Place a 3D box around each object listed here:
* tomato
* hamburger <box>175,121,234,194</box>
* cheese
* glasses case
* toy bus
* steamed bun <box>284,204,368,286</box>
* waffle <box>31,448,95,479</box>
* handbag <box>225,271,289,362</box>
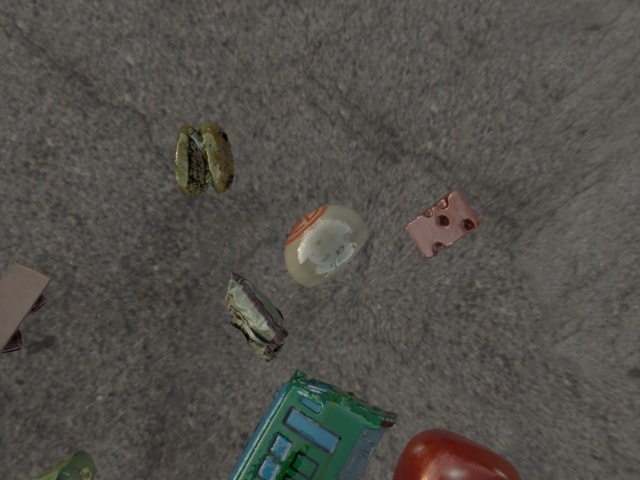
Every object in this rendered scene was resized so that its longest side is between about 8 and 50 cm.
[{"bbox_3d":[0.311,0.588,1.418,0.289,0.325,0.293,16,91,-7],"label":"tomato"},{"bbox_3d":[-0.252,-0.180,1.391,0.113,0.185,0.177,2,66,0],"label":"hamburger"},{"bbox_3d":[0.342,-0.040,1.767,0.177,0.203,0.128,-39,89,7],"label":"cheese"},{"bbox_3d":[-0.588,0.142,1.197,0.102,0.070,0.194,30,50,-13],"label":"glasses case"},{"bbox_3d":[-0.038,0.384,1.009,0.199,0.183,0.344,29,82,11],"label":"toy bus"},{"bbox_3d":[0.000,0.000,1.927,0.283,0.283,0.177,-43,98,0],"label":"steamed bun"},{"bbox_3d":[-0.342,0.310,0.552,0.309,0.292,0.056,-36,91,-3],"label":"waffle"},{"bbox_3d":[-0.186,0.210,1.730,0.127,0.213,0.235,-29,74,-24],"label":"handbag"}]
